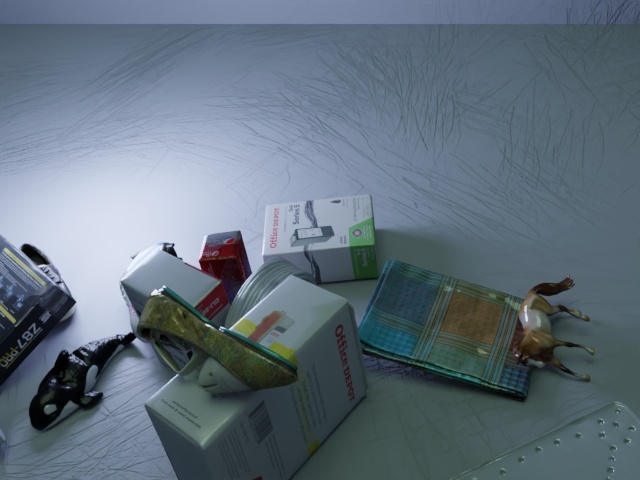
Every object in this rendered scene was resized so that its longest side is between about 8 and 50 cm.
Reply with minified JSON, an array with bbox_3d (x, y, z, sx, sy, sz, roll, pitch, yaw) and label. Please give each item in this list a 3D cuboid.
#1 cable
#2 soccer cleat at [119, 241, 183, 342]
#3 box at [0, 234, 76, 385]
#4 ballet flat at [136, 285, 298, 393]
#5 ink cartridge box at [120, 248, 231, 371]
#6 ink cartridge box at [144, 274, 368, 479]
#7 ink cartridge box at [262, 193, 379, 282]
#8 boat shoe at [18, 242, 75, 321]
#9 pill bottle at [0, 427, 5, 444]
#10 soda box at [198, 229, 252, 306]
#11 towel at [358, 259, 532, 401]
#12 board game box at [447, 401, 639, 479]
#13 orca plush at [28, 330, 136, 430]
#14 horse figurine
[{"bbox_3d":[-0.100,0.169,1.549,0.089,0.257,0.257,22,38,28],"label":"cable"},{"bbox_3d":[-0.423,0.131,1.786,0.143,0.116,0.331,-14,34,11],"label":"soccer cleat"},{"bbox_3d":[-0.804,0.159,1.760,0.394,0.097,0.318,28,73,37],"label":"box"},{"bbox_3d":[-0.184,0.187,1.240,0.348,0.123,0.123,24,50,36],"label":"ballet flat"},{"bbox_3d":[-0.277,0.176,1.567,0.196,0.273,0.114,22,53,32],"label":"ink cartridge box"},{"bbox_3d":[-0.100,0.294,1.388,0.160,0.279,0.384,23,50,35],"label":"ink cartridge box"},{"bbox_3d":[0.000,0.000,1.835,0.272,0.115,0.198,-6,40,5],"label":"ink cartridge box"},{"bbox_3d":[-0.702,0.103,1.874,0.102,0.092,0.285,-27,43,-19],"label":"boat shoe"},{"bbox_3d":[-0.761,0.420,1.485,0.229,0.131,0.131,-30,44,-22],"label":"pill bottle"},{"bbox_3d":[-0.191,0.108,1.632,0.083,0.263,0.092,-6,40,7],"label":"soda box"},{"bbox_3d":[0.277,0.179,1.590,0.369,0.040,0.271,15,46,14],"label":"towel"},{"bbox_3d":[0.459,0.489,1.222,0.389,0.050,0.390,-20,42,-13],"label":"board game box"},{"bbox_3d":[-0.526,0.277,1.627,0.287,0.102,0.151,-36,47,-28],"label":"orca plush"},{"bbox_3d":[0.471,0.177,1.536,0.174,0.066,0.263,16,47,-3],"label":"horse figurine"}]
